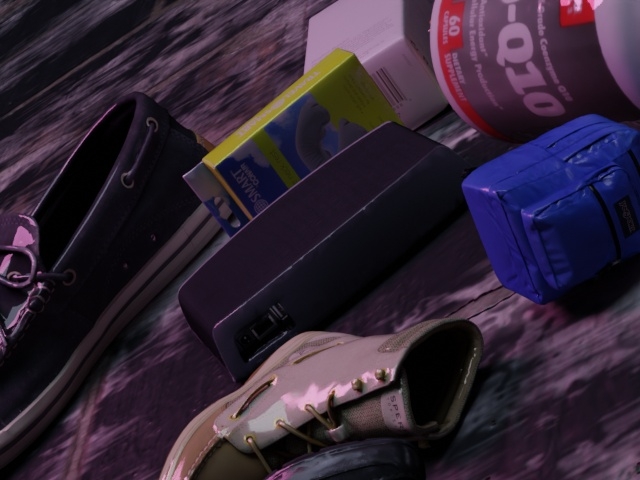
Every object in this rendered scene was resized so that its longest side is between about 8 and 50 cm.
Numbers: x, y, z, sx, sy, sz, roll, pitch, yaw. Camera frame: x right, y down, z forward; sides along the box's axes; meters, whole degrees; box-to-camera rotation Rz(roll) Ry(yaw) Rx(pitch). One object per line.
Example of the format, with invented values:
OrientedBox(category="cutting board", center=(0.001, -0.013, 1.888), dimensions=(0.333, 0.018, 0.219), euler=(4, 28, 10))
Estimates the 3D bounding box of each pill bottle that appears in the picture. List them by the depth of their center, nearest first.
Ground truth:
OrientedBox(category="pill bottle", center=(0.222, -0.157, 1.371), dimensions=(0.161, 0.161, 0.283), euler=(-47, 22, -25))

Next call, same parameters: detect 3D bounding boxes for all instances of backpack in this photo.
OrientedBox(category="backpack", center=(0.174, -0.021, 1.258), dimensions=(0.120, 0.098, 0.101), euler=(-30, 27, -17))

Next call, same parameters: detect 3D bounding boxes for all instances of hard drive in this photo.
OrientedBox(category="hard drive", center=(0.000, 0.000, 1.545), dimensions=(0.254, 0.054, 0.172), euler=(-39, 21, -5))

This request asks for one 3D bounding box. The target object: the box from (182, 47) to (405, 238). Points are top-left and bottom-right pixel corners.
OrientedBox(category="box", center=(-0.017, -0.070, 1.644), dimensions=(0.178, 0.109, 0.042), euler=(-40, 22, -7))

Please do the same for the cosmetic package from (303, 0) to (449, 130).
OrientedBox(category="cosmetic package", center=(0.052, -0.170, 1.788), dimensions=(0.117, 0.085, 0.231), euler=(-30, 20, 16))

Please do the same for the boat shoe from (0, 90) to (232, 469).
OrientedBox(category="boat shoe", center=(-0.271, 0.054, 1.730), dimensions=(0.187, 0.156, 0.500), euler=(-3, 40, 53))

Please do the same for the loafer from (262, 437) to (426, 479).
OrientedBox(category="loafer", center=(-0.031, 0.195, 1.170), dimensions=(0.223, 0.076, 0.078), euler=(-28, 52, 9))

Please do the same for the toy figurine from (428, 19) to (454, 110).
OrientedBox(category="toy figurine", center=(0.137, -0.201, 1.606), dimensions=(0.173, 0.159, 0.130), euler=(-13, 31, 48))

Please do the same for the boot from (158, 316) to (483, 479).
OrientedBox(category="boot", center=(0.000, 0.126, 1.243), dimensions=(0.165, 0.077, 0.213), euler=(-11, 27, 47))
